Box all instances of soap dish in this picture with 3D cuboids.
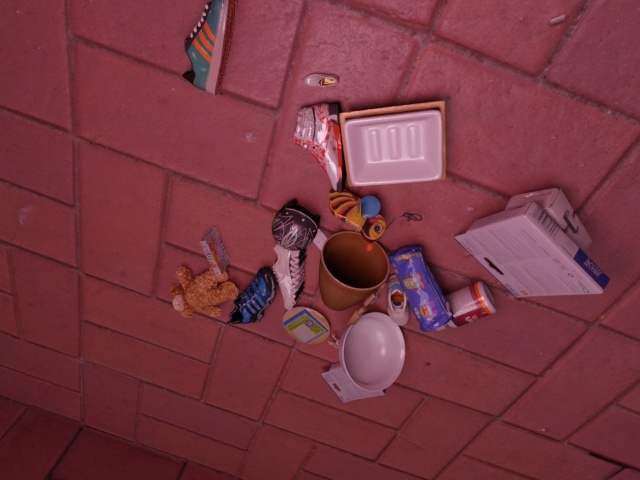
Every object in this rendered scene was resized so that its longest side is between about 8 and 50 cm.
[{"bbox_3d":[0.213,-0.282,1.226,0.290,0.118,0.229,-2,123,14],"label":"soap dish"}]

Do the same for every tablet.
[{"bbox_3d":[0.000,0.000,1.527,0.054,0.006,0.083,-30,112,28],"label":"tablet"}]

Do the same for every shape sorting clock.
[{"bbox_3d":[-0.059,0.354,1.754,0.206,0.040,0.206,8,127,10],"label":"shape sorting clock"}]

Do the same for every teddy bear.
[{"bbox_3d":[-0.488,0.213,1.708,0.337,0.113,0.245,-7,119,16],"label":"teddy bear"}]

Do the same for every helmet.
[{"bbox_3d":[-0.086,-0.046,1.419,0.169,0.162,0.170,5,124,8],"label":"helmet"}]

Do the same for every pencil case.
[{"bbox_3d":[0.346,0.160,1.431,0.133,0.119,0.306,-23,94,47],"label":"pencil case"}]

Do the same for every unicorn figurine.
[{"bbox_3d":[0.120,0.426,1.762,0.161,0.060,0.111,-6,133,32],"label":"unicorn figurine"}]

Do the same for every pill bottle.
[{"bbox_3d":[0.504,0.241,1.513,0.221,0.121,0.121,-30,113,27],"label":"pill bottle"}]

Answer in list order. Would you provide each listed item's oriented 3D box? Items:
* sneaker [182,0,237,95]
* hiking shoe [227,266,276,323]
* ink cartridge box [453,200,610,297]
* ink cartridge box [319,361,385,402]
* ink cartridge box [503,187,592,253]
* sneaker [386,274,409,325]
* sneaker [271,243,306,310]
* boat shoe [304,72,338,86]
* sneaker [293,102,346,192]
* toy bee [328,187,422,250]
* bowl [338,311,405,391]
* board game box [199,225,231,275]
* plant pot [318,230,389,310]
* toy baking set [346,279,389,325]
[{"bbox_3d":[-0.314,-0.559,1.156,0.120,0.108,0.302,19,126,-7],"label":"sneaker"},{"bbox_3d":[-0.266,0.231,1.642,0.113,0.132,0.304,50,132,33],"label":"hiking shoe"},{"bbox_3d":[0.630,0.044,1.298,0.324,0.071,0.330,42,163,-7],"label":"ink cartridge box"},{"bbox_3d":[0.146,0.631,1.894,0.223,0.045,0.223,-21,116,25],"label":"ink cartridge box"},{"bbox_3d":[0.681,-0.041,1.267,0.218,0.092,0.158,49,154,-18],"label":"ink cartridge box"},{"bbox_3d":[0.287,0.241,1.576,0.087,0.092,0.229,-6,123,13],"label":"sneaker"},{"bbox_3d":[-0.123,0.131,1.590,0.118,0.110,0.293,12,117,13],"label":"sneaker"},{"bbox_3d":[0.001,-0.456,1.203,0.100,0.035,0.035,5,124,8],"label":"boat shoe"},{"bbox_3d":[-0.001,-0.276,1.284,0.144,0.090,0.270,-1,114,13],"label":"sneaker"},{"bbox_3d":[0.148,-0.059,1.343,0.298,0.162,0.195,16,167,26],"label":"toy bee"},{"bbox_3d":[0.178,0.427,1.648,0.298,0.298,0.134,44,155,-18],"label":"bowl"},{"bbox_3d":[-0.391,0.039,1.575,0.026,0.103,0.154,-8,122,16],"label":"board game box"},{"bbox_3d":[0.086,0.138,1.486,0.236,0.237,0.254,20,139,-2],"label":"plant pot"},{"bbox_3d":[0.172,0.236,1.527,0.030,0.196,0.256,45,146,12],"label":"toy baking set"}]
